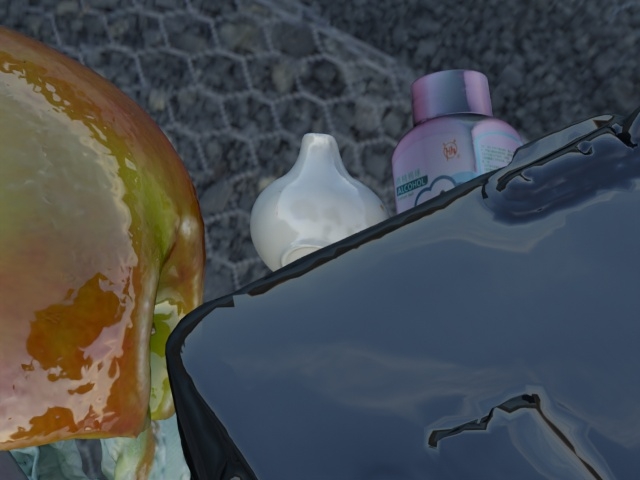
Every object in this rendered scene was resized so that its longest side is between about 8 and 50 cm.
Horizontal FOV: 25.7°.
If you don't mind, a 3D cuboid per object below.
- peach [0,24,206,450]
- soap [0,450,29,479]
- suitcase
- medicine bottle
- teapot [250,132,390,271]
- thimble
[{"bbox_3d":[-0.278,-0.011,0.915,0.380,0.242,0.306,3,82,10],"label":"peach"},{"bbox_3d":[-0.367,0.241,1.203,0.296,0.107,0.285,52,23,18],"label":"soap"},{"bbox_3d":[0.122,0.129,0.617,0.339,0.188,0.345,-23,52,-21],"label":"suitcase"},{"bbox_3d":[0.137,-0.068,1.391,0.094,0.119,0.188,8,71,-43],"label":"medicine bottle"},{"bbox_3d":[0.000,0.000,1.419,0.145,0.226,0.092,7,49,8],"label":"teapot"},{"bbox_3d":[-0.287,0.258,1.742,0.288,0.167,0.254,41,109,29],"label":"thimble"}]
